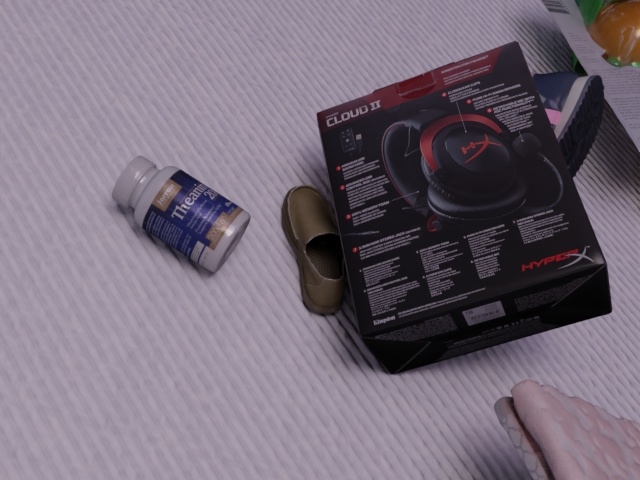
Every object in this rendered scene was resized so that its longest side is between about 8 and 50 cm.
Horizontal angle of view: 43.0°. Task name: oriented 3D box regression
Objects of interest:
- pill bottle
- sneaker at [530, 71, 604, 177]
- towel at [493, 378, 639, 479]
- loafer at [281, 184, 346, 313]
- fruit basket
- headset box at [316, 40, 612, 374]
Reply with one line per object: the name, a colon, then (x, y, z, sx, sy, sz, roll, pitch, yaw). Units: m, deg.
pill bottle: (-0.132, -0.028, 0.765, 0.120, 0.067, 0.067, 32, 50, 1)
sneaker: (0.215, -0.087, 0.955, 0.131, 0.112, 0.319, 17, 51, 36)
towel: (0.303, 0.277, 0.634, 0.332, 0.053, 0.317, 25, 29, -30)
loafer: (0.000, 0.000, 0.812, 0.056, 0.050, 0.148, -2, 57, -25)
fruit basket: (0.489, -0.238, 1.102, 0.327, 0.165, 0.353, -5, 56, -14)
headset box: (0.128, -0.046, 0.794, 0.218, 0.110, 0.293, -19, 57, 12)
